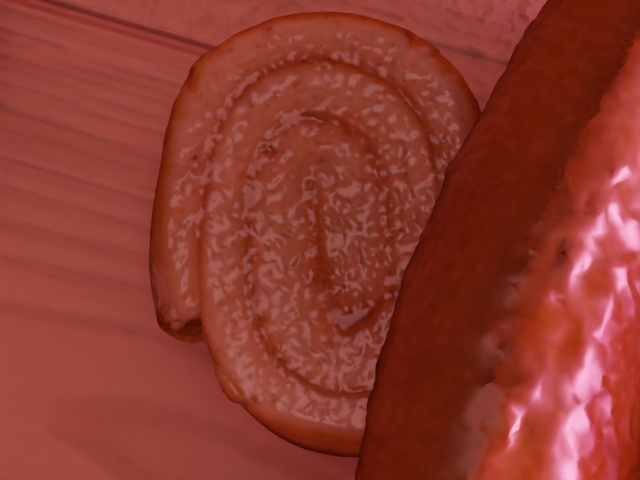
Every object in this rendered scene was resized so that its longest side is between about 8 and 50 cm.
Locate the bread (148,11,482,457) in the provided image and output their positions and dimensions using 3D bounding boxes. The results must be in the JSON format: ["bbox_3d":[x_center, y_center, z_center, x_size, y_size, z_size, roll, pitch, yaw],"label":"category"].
[{"bbox_3d":[0.000,0.000,0.509,0.122,0.073,0.149,0,79,6],"label":"bread"}]

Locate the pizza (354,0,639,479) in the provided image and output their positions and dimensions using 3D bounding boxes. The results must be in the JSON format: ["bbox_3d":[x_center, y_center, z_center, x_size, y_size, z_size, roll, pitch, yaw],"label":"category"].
[{"bbox_3d":[0.094,0.020,0.459,0.073,0.182,0.365,9,64,33],"label":"pizza"}]
